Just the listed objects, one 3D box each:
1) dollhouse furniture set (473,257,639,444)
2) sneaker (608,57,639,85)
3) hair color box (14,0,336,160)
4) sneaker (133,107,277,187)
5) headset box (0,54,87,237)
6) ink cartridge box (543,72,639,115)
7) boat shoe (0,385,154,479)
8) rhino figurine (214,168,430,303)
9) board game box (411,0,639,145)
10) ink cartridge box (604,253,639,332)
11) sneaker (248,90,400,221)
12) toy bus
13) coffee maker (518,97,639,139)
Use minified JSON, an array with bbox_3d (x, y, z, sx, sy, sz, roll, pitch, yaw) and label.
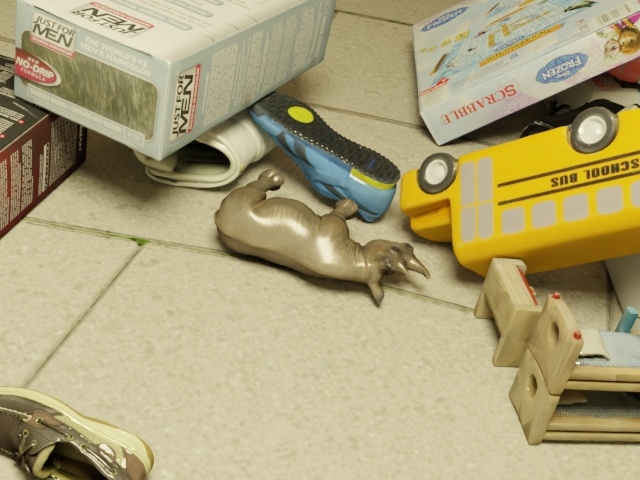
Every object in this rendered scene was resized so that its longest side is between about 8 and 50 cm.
[{"bbox_3d":[0.247,0.082,0.873,0.129,0.129,0.184,4,35,-12],"label":"dollhouse furniture set"},{"bbox_3d":[0.458,-0.336,1.391,0.136,0.116,0.314,13,35,5],"label":"sneaker"},{"bbox_3d":[-0.145,-0.234,1.034,0.185,0.114,0.374,24,34,16],"label":"hair color box"},{"bbox_3d":[-0.202,-0.159,1.097,0.292,0.108,0.169,21,32,10],"label":"sneaker"},{"bbox_3d":[-0.403,-0.093,0.933,0.218,0.110,0.293,17,34,7],"label":"headset box"},{"bbox_3d":[0.468,-0.220,1.412,0.212,0.093,0.154,1,36,-12],"label":"ink cartridge box"},{"bbox_3d":[-0.204,0.154,0.691,0.152,0.056,0.049,15,29,4],"label":"boat shoe"},{"bbox_3d":[0.000,0.000,0.964,0.243,0.073,0.106,21,31,9],"label":"rhino figurine"},{"bbox_3d":[0.292,-0.298,1.332,0.318,0.066,0.318,-23,30,18],"label":"board game box"},{"bbox_3d":[0.492,0.037,1.016,0.307,0.129,0.223,9,36,-5],"label":"ink cartridge box"},{"bbox_3d":[-0.008,-0.096,1.070,0.209,0.082,0.069,35,40,9],"label":"sneaker"},{"bbox_3d":[0.246,-0.044,0.952,0.108,0.332,0.130,24,60,-48],"label":"toy bus"},{"bbox_3d":[0.334,-0.118,1.222,0.178,0.120,0.171,-20,23,-40],"label":"coffee maker"}]
